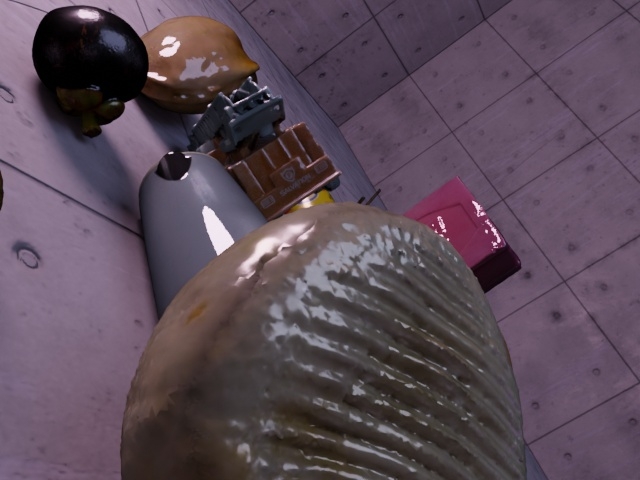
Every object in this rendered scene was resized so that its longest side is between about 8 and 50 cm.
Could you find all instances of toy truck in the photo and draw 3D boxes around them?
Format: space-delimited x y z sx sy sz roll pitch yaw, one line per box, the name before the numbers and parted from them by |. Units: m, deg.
toy truck | -0.105 -0.121 0.900 0.184 0.133 0.338 59 -13 -14

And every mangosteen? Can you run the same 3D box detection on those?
mangosteen | -0.270 -0.197 0.734 0.137 0.137 0.151 9 81 -73

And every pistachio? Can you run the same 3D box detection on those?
pistachio | -0.236 -0.298 1.056 0.213 0.162 0.260 20 25 19

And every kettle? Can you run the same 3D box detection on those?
kettle | -0.111 0.031 0.699 0.243 0.160 0.210 58 -7 42

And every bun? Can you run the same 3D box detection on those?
bun | 0.008 0.154 0.506 0.365 0.219 0.365 16 65 -39

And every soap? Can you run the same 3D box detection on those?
soap | 0.226 0.057 1.369 0.128 0.359 0.233 38 20 -45

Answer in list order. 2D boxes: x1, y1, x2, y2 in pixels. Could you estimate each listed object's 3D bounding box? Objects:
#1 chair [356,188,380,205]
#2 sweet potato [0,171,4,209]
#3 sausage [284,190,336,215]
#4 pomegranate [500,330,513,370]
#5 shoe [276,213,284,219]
chair | 0.058 -0.011 1.335 0.095 0.221 0.104 12 42 -39
sweet potato | -0.282 -0.031 0.371 0.081 0.062 0.233 57 15 -1
sausage | 0.000 0.000 1.204 0.123 0.123 0.347 34 25 -59
pomegranate | 0.215 0.228 1.144 0.270 0.252 0.229 49 34 -33
shoe | -0.107 -0.090 1.184 0.194 0.074 0.077 -103 167 -54
